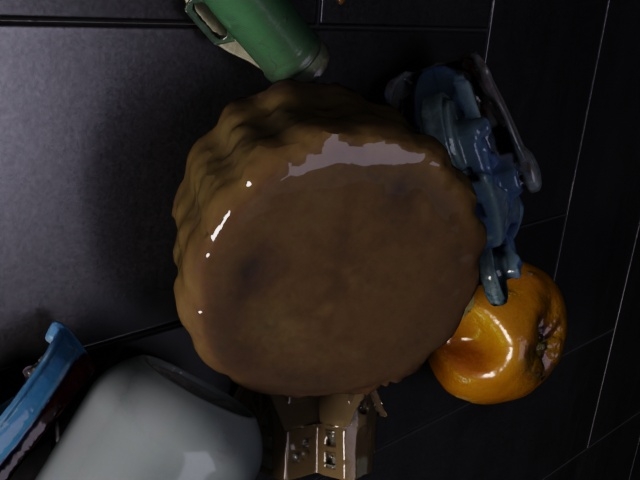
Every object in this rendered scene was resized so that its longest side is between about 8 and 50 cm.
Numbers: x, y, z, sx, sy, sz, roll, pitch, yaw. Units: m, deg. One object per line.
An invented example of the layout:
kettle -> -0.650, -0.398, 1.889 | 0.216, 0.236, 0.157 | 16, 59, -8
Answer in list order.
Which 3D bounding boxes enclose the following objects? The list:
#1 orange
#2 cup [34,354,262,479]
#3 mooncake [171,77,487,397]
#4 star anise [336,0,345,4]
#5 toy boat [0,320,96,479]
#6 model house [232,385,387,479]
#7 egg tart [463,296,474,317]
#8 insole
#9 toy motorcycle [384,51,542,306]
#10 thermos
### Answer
orange -> 0.297, 0.148, 1.190 | 0.249, 0.183, 0.249 | -18, 119, -36
cup -> -0.199, 0.289, 0.754 | 0.205, 0.205, 0.312 | 37, 80, -46
mooncake -> -0.001, 0.000, 0.780 | 0.324, 0.187, 0.324 | -9, 124, -14
star anise -> 0.049, -0.356, 0.785 | 0.212, 0.111, 0.196 | -43, 138, -33
toy boat -> -0.308, 0.172, 0.690 | 0.097, 0.100, 0.223 | 38, 71, -10
model house -> -0.001, 0.162, 0.946 | 0.181, 0.176, 0.248 | -2, 92, -43
egg tart -> 0.108, 0.060, 0.966 | 0.074, 0.191, 0.191 | -46, 136, -43
insole -> -0.075, -0.221, 0.793 | 0.192, 0.010, 0.063 | 29, 86, -46
toy motorcycle -> 0.214, -0.092, 0.983 | 0.241, 0.182, 0.319 | -48, 127, -33
thermos -> -0.072, -0.235, 0.739 | 0.188, 0.083, 0.073 | 46, 53, -42
